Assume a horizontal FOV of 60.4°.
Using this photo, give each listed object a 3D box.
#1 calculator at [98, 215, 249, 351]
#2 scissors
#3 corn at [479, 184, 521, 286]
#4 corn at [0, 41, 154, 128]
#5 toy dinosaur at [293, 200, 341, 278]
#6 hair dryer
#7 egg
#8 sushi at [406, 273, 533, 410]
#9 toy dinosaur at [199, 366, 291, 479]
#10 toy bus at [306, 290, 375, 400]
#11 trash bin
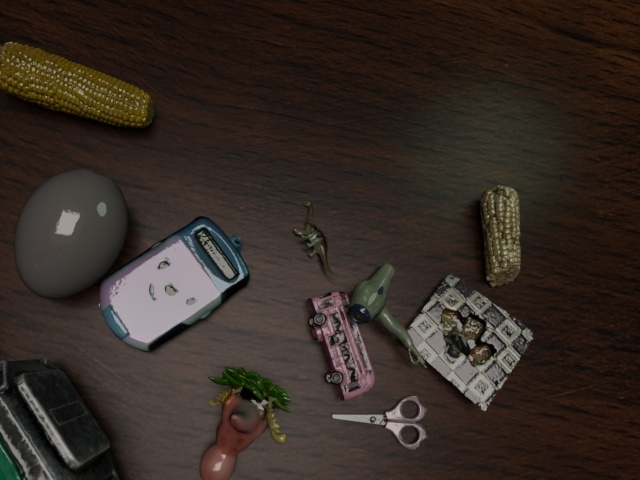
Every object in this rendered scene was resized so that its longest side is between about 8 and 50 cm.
[{"bbox_3d":[-0.269,0.079,1.039,0.293,0.051,0.173,-36,83,-15],"label":"calculator"},{"bbox_3d":[0.114,0.345,1.057,0.189,0.015,0.100,6,74,-6],"label":"scissors"},{"bbox_3d":[0.380,-0.012,1.151,0.087,0.087,0.210,3,75,-9],"label":"corn"},{"bbox_3d":[-0.479,-0.293,1.074,0.305,0.106,0.106,18,74,-9],"label":"corn"},{"bbox_3d":[-0.014,0.004,1.107,0.058,0.037,0.180,-19,79,-9],"label":"toy dinosaur"},{"bbox_3d":[0.148,0.134,1.075,0.199,0.067,0.167,38,44,-15],"label":"hair dryer"},{"bbox_3d":[-0.439,-0.009,0.969,0.176,0.176,0.231,19,84,-4],"label":"egg"},{"bbox_3d":[0.291,0.199,1.106,0.210,0.040,0.192,38,74,9],"label":"sushi"},{"bbox_3d":[-0.156,0.319,0.950,0.152,0.194,0.177,35,52,-8],"label":"toy dinosaur"},{"bbox_3d":[0.037,0.198,1.055,0.090,0.063,0.203,-17,82,-16],"label":"toy bus"},{"bbox_3d":[-0.531,0.392,0.827,0.381,0.259,0.295,-35,84,-9],"label":"trash bin"}]
